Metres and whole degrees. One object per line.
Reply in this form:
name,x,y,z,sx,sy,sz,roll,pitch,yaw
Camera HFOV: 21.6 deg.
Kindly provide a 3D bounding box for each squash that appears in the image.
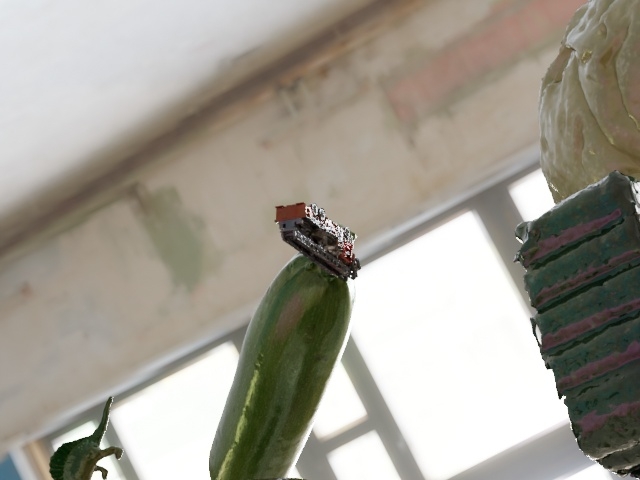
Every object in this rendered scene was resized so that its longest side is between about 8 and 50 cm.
squash,-0.037,0.135,1.664,0.101,0.101,0.378,-20,142,-44

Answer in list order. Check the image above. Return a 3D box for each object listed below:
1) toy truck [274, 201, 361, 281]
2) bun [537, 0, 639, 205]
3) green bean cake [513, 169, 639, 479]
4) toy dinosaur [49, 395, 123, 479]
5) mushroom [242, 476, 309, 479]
toy truck,0.000,0.000,1.057,0.024,0.032,0.083,-11,156,25
bun,0.332,-0.148,1.524,0.349,0.227,0.352,-53,163,-16
green bean cake,0.231,0.078,1.203,0.107,0.208,0.193,-25,145,20
toy dinosaur,-0.214,0.197,1.518,0.060,0.119,0.029,19,174,-22
mushroom,-0.060,0.251,1.257,0.292,0.212,0.217,-11,146,-19
